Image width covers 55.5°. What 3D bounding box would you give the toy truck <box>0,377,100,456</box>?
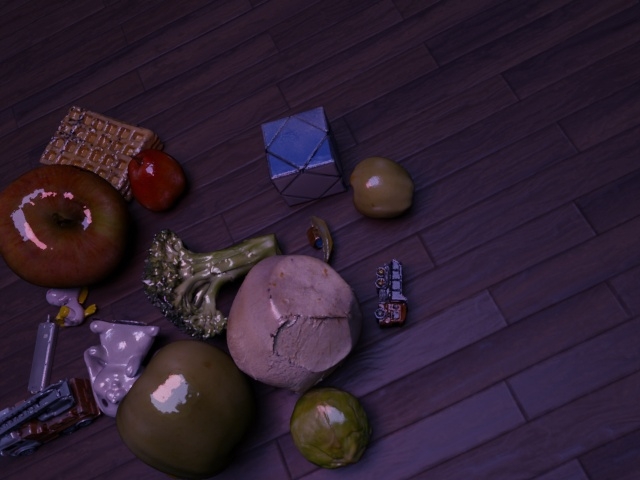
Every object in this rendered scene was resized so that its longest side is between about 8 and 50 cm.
[{"bbox_3d":[-0.841,0.520,1.777,0.338,0.184,0.133,-27,65,2],"label":"toy truck"}]

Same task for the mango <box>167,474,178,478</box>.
[{"bbox_3d":[-0.382,0.620,1.700,0.114,0.057,0.078,-19,56,0],"label":"mango"}]

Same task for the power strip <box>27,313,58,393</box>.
[{"bbox_3d":[-0.881,0.360,1.933,0.060,0.027,0.252,-4,69,13],"label":"power strip"}]

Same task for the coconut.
[{"bbox_3d":[-0.074,0.228,1.632,0.347,0.360,0.346,12,50,-15],"label":"coconut"}]

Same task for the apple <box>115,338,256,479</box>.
[{"bbox_3d":[-0.343,0.441,1.608,0.358,0.357,0.357,-5,69,12],"label":"apple"}]

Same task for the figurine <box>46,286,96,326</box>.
[{"bbox_3d":[-0.805,0.190,1.956,0.130,0.109,0.178,-20,63,-24],"label":"figurine"}]

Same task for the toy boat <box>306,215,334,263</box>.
[{"bbox_3d":[0.000,0.000,1.841,0.066,0.065,0.172,-17,61,-8],"label":"toy boat"}]

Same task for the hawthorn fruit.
[{"bbox_3d":[-0.546,-0.212,1.967,0.197,0.225,0.196,-11,56,16],"label":"hawthorn fruit"}]

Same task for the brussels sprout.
[{"bbox_3d":[0.024,0.489,1.595,0.223,0.161,0.223,-3,69,7],"label":"brussels sprout"}]

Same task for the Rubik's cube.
[{"bbox_3d":[-0.048,-0.253,1.873,0.205,0.207,0.204,-14,66,6],"label":"Rubik's cube"}]

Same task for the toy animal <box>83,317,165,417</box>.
[{"bbox_3d":[-0.582,0.362,1.787,0.249,0.174,0.289,25,75,8],"label":"toy animal"}]

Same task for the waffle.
[{"bbox_3d":[-0.765,-0.303,2.117,0.376,0.114,0.260,20,78,19],"label":"waffle"}]

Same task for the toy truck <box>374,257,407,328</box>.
[{"bbox_3d":[0.201,0.152,1.726,0.092,0.083,0.192,0,69,8],"label":"toy truck"}]

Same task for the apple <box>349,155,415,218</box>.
[{"bbox_3d":[0.177,-0.152,1.795,0.200,0.200,0.200,-5,69,12],"label":"apple"}]

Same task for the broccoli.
[{"bbox_3d":[-0.346,0.075,1.822,0.353,0.275,0.397,37,74,1],"label":"broccoli"}]

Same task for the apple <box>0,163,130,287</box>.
[{"bbox_3d":[-0.794,-0.039,1.887,0.401,0.333,0.400,4,80,-20],"label":"apple"}]
